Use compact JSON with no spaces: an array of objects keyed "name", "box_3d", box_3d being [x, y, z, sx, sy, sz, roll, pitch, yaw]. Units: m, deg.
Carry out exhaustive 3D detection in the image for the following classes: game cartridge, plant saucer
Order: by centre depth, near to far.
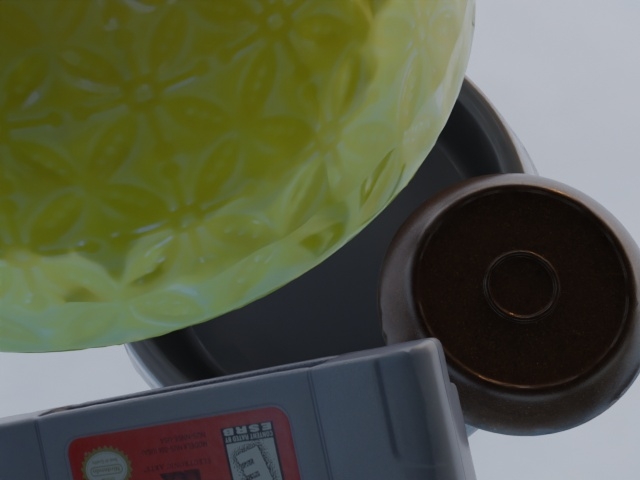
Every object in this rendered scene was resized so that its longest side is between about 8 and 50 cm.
[{"name":"game cartridge","box_3d":[-0.053,0.173,0.662,0.294,0.060,0.196,-14,-89,24]},{"name":"plant saucer","box_3d":[0.118,0.031,0.728,0.168,0.029,0.168,0,-113,1]}]

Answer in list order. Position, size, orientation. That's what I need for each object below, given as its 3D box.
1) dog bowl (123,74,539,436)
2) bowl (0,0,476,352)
[{"name":"dog bowl","box_3d":[0.000,0.000,0.892,0.349,0.102,0.349,-2,-103,8]},{"name":"bowl","box_3d":[-0.091,-0.127,0.382,0.289,0.156,0.289,-1,-120,2]}]
